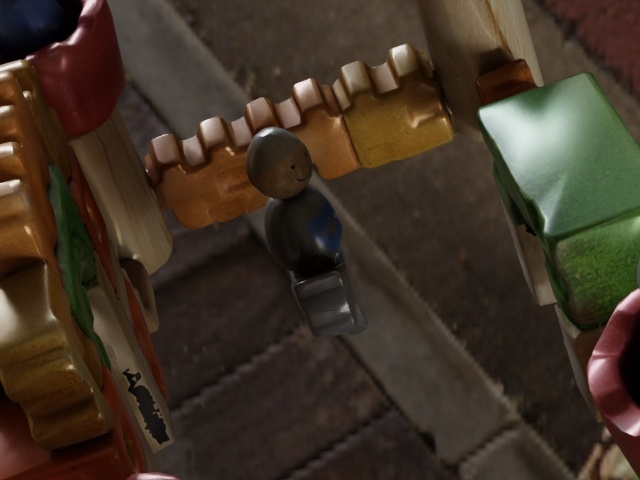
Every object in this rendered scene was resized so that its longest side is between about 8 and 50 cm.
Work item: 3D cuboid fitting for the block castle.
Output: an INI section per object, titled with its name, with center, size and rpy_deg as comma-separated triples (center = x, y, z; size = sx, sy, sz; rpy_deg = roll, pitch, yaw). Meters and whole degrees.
[block castle]
center = 0.000, 0.000, 0.780
size = 0.303, 0.213, 0.453
rpy_deg = -20, 38, 1
